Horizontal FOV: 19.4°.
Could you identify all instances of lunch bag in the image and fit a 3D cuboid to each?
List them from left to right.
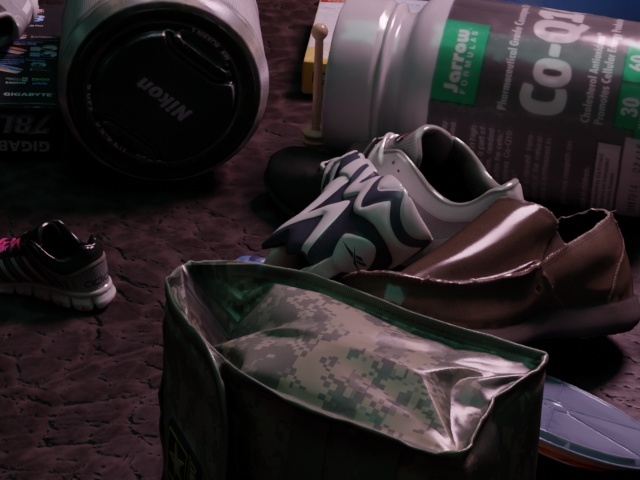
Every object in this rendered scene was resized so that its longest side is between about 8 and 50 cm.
[{"bbox_3d":[-0.002,0.162,1.324,0.287,0.235,0.169,18,34,26],"label":"lunch bag"}]

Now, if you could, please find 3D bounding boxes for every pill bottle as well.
[{"bbox_3d":[0.195,-0.148,1.961,0.361,0.204,0.204,9,28,10],"label":"pill bottle"}]

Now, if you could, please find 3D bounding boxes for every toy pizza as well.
[{"bbox_3d":[0.188,0.149,1.544,0.201,0.032,0.201,21,11,-4],"label":"toy pizza"}]

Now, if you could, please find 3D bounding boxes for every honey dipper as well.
[{"bbox_3d":[-0.002,-0.157,2.004,0.030,0.160,0.030,3,29,-2],"label":"honey dipper"}]

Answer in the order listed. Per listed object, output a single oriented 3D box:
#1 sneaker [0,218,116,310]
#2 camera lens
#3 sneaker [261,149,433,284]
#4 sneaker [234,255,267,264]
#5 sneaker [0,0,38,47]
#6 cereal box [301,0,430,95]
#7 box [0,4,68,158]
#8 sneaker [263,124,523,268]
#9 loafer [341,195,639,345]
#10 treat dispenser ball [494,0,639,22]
[{"bbox_3d":[-0.271,0.011,1.750,0.170,0.074,0.063,13,29,17],"label":"sneaker"},{"bbox_3d":[-0.172,-0.207,2.019,0.219,0.219,0.274,0,28,-6],"label":"camera lens"},{"bbox_3d":[0.000,0.000,1.703,0.153,0.094,0.235,-31,20,-7],"label":"sneaker"},{"bbox_3d":[-0.069,0.047,1.729,0.059,0.053,0.144,30,29,34],"label":"sneaker"},{"bbox_3d":[-0.435,-0.255,2.077,0.229,0.086,0.132,2,30,-1],"label":"sneaker"},{"bbox_3d":[0.074,-0.237,2.284,0.173,0.047,0.240,6,28,4],"label":"cereal box"},{"bbox_3d":[-0.428,-0.185,2.105,0.296,0.073,0.293,0,27,-6],"label":"box"},{"bbox_3d":[0.080,-0.062,1.857,0.331,0.146,0.122,23,35,35],"label":"sneaker"},{"bbox_3d":[0.140,0.028,1.619,0.134,0.130,0.366,-2,1,41],"label":"loafer"},{"bbox_3d":[0.306,-0.333,2.234,0.288,0.288,0.288,3,28,-1],"label":"treat dispenser ball"}]
